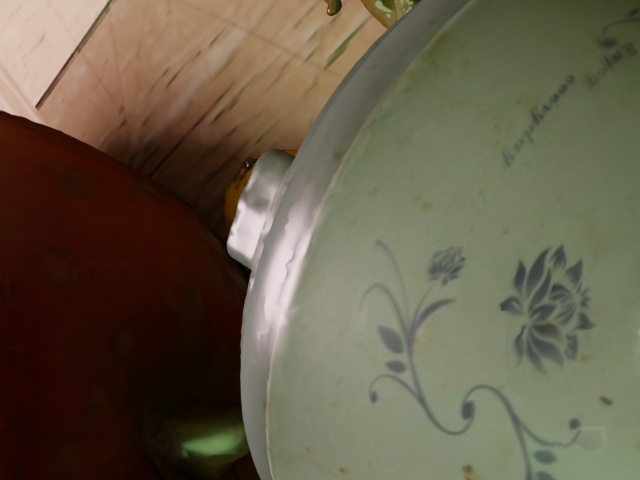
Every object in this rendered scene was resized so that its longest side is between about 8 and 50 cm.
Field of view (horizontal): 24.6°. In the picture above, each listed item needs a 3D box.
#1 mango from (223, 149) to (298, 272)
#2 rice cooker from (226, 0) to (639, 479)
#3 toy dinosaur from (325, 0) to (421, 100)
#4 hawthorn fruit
[{"bbox_3d":[0.000,0.000,0.747,0.114,0.057,0.079,40,133,14],"label":"mango"},{"bbox_3d":[0.138,0.050,0.479,0.317,0.264,0.316,36,164,12],"label":"rice cooker"},{"bbox_3d":[0.057,-0.087,0.644,0.162,0.039,0.126,-25,98,44],"label":"toy dinosaur"},{"bbox_3d":[-0.181,0.108,0.781,0.403,0.403,0.402,27,134,32],"label":"hawthorn fruit"}]
